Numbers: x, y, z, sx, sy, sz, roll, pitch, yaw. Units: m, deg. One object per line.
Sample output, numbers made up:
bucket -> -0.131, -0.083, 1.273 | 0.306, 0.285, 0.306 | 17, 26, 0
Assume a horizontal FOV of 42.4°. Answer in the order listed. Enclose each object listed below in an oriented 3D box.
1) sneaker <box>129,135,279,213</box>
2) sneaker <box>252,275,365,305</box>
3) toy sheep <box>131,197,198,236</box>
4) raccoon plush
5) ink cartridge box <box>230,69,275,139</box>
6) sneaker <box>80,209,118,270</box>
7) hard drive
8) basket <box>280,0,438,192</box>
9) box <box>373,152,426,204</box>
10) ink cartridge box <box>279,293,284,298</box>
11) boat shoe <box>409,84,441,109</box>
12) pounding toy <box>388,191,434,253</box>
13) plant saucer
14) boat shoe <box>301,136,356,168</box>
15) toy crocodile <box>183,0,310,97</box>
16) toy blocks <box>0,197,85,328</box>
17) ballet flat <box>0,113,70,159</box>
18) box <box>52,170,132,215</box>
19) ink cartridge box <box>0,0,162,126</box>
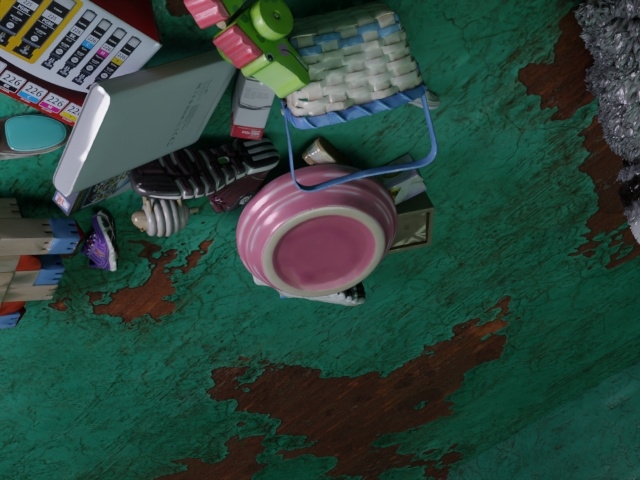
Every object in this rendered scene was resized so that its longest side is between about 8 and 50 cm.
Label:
sneaker -> -0.215, -0.094, 1.524 | 0.281, 0.106, 0.162 | -14, 151, -25
sneaker -> -0.023, 0.089, 1.882 | 0.292, 0.110, 0.118 | 23, 136, -32
toy sheep -> -0.298, -0.051, 1.587 | 0.132, 0.091, 0.091 | -10, 144, -19
raccoon plush -> 0.584, -0.237, 1.446 | 0.216, 0.446, 0.299 | -18, 160, 24
ink cartridge box -> -0.111, -0.250, 1.374 | 0.056, 0.099, 0.135 | 7, 143, -14
sneaker -> -0.437, 0.008, 1.622 | 0.071, 0.068, 0.170 | -2, 142, -12
hard drive -> -0.264, -0.193, 1.291 | 0.307, 0.040, 0.203 | -34, 165, -52
basket -> 0.058, -0.235, 1.364 | 0.255, 0.201, 0.289 | -13, 113, -5
box -> 0.062, -0.073, 1.724 | 0.324, 0.067, 0.063 | -26, 143, 13
ink cartridge box -> -0.053, 0.109, 1.948 | 0.083, 0.028, 0.048 | -4, 142, -18
boat shoe -> 0.187, -0.273, 1.539 | 0.100, 0.035, 0.035 | 11, 138, -25
pounding toy -> 0.168, -0.037, 1.808 | 0.130, 0.100, 0.141 | -11, 133, -10
plant saucer -> 0.000, 0.000, 1.653 | 0.332, 0.084, 0.332 | -8, 135, -8
boat shoe -> 0.025, -0.140, 1.629 | 0.059, 0.063, 0.170 | -29, 134, 21
toy crocodile -> -0.142, -0.338, 1.175 | 0.115, 0.105, 0.340 | -14, 126, 43
toy blocks -> -0.607, 0.051, 1.538 | 0.261, 0.190, 0.381 | -1, 142, -39
ballet flat -> -0.523, -0.165, 1.367 | 0.213, 0.072, 0.068 | -8, 171, -12
box -> -0.345, -0.154, 1.392 | 0.159, 0.044, 0.233 | -32, 164, -51
ink cartridge box -> -0.386, -0.335, 1.132 | 0.272, 0.130, 0.309 | -39, 139, 25
